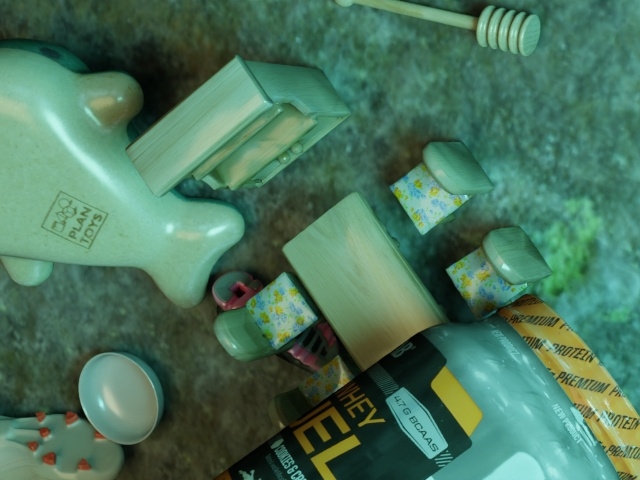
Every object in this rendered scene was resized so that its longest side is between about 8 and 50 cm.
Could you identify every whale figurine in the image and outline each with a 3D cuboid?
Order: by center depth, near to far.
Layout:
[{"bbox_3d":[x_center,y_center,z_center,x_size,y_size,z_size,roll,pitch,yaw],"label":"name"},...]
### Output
[{"bbox_3d":[-0.192,-0.056,1.268,0.272,0.141,0.216,27,119,-7],"label":"whale figurine"}]

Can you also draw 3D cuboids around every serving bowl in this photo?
[{"bbox_3d":[-0.166,0.132,1.350,0.083,0.027,0.083,8,108,27],"label":"serving bowl"}]

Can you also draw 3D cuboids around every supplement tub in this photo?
[{"bbox_3d":[0.052,0.185,1.020,0.316,0.193,0.193,-35,85,-5],"label":"supplement tub"}]

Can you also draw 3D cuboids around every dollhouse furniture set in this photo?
[{"bbox_3d":[0.000,0.000,1.114,0.212,0.161,0.242,-38,78,20],"label":"dollhouse furniture set"}]

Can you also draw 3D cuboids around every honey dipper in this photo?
[{"bbox_3d":[0.079,-0.163,1.125,0.161,0.030,0.030,18,113,28],"label":"honey dipper"}]

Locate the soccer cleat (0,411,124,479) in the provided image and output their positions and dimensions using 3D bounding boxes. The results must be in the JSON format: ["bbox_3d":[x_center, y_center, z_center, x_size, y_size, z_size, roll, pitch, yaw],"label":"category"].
[{"bbox_3d":[-0.257,0.192,1.405,0.196,0.068,0.076,5,136,22],"label":"soccer cleat"}]

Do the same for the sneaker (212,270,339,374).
[{"bbox_3d":[-0.037,0.074,1.257,0.119,0.047,0.057,34,140,17],"label":"sneaker"}]
